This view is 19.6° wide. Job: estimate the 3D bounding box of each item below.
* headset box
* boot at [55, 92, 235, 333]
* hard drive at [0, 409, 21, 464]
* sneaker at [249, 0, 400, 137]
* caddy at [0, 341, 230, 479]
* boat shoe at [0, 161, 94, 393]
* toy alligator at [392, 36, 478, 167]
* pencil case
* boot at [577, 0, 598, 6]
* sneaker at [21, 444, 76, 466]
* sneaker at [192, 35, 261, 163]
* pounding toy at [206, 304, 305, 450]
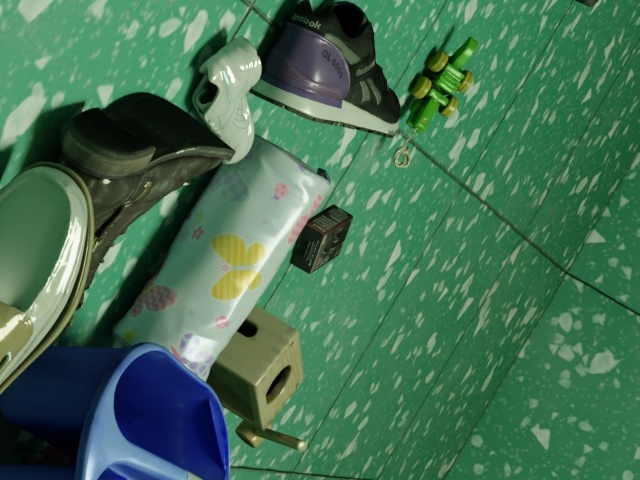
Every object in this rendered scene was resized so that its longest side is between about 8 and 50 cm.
[{"bbox_3d":[0.000,0.000,2.281,0.083,0.032,0.062,-34,149,-55],"label":"headset box"},{"bbox_3d":[-0.204,-0.013,1.683,0.263,0.091,0.229,-12,136,-60],"label":"boot"},{"bbox_3d":[-0.325,0.216,1.747,0.094,0.022,0.135,47,62,-71],"label":"hard drive"},{"bbox_3d":[0.034,-0.187,1.977,0.124,0.107,0.283,-68,160,8],"label":"sneaker"},{"bbox_3d":[-0.187,0.232,1.787,0.341,0.179,0.241,51,48,-62],"label":"caddy"},{"bbox_3d":[-0.289,0.071,1.520,0.302,0.113,0.103,-60,167,5],"label":"boat shoe"},{"bbox_3d":[0.136,-0.177,2.337,0.189,0.056,0.051,-58,-158,-3],"label":"toy alligator"},{"bbox_3d":[-0.105,0.018,1.916,0.273,0.113,0.124,-58,-156,-4],"label":"pencil case"},{"bbox_3d":[0.437,-0.558,2.364,0.367,0.146,0.445,-40,153,-40],"label":"boot"},{"bbox_3d":[-0.296,0.284,1.917,0.170,0.063,0.075,-63,172,-1],"label":"sneaker"},{"bbox_3d":[-0.099,-0.131,1.810,0.061,0.054,0.152,-29,145,-29],"label":"sneaker"},{"bbox_3d":[-0.069,0.157,2.110,0.094,0.181,0.206,-52,160,-22],"label":"pounding toy"}]
